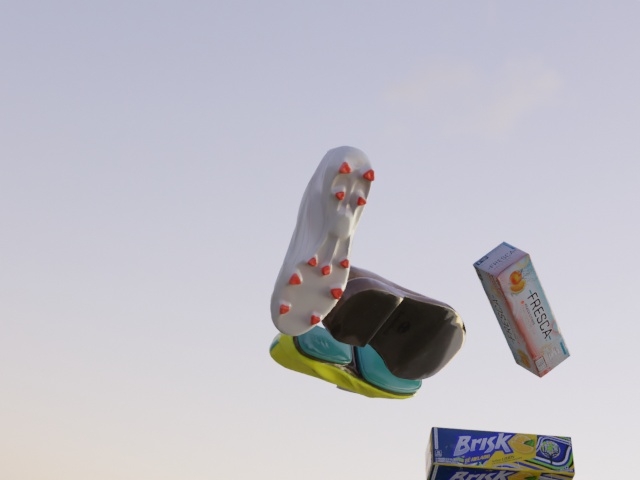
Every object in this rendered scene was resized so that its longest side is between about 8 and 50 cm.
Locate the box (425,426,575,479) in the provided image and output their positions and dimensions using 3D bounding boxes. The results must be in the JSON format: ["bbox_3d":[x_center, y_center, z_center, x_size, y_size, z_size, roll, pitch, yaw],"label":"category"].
[{"bbox_3d":[0.209,0.261,1.632,0.168,0.054,0.059,4,-42,-4],"label":"box"}]

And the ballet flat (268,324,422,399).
[{"bbox_3d":[0.029,0.162,1.824,0.231,0.077,0.077,23,-41,-35],"label":"ballet flat"}]

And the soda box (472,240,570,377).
[{"bbox_3d":[0.272,0.094,1.870,0.063,0.058,0.183,31,-28,57],"label":"soda box"}]

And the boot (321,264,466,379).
[{"bbox_3d":[0.078,0.084,1.694,0.115,0.112,0.305,46,8,37],"label":"boot"}]

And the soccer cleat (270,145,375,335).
[{"bbox_3d":[0.000,0.000,1.378,0.068,0.196,0.076,20,3,-22],"label":"soccer cleat"}]
